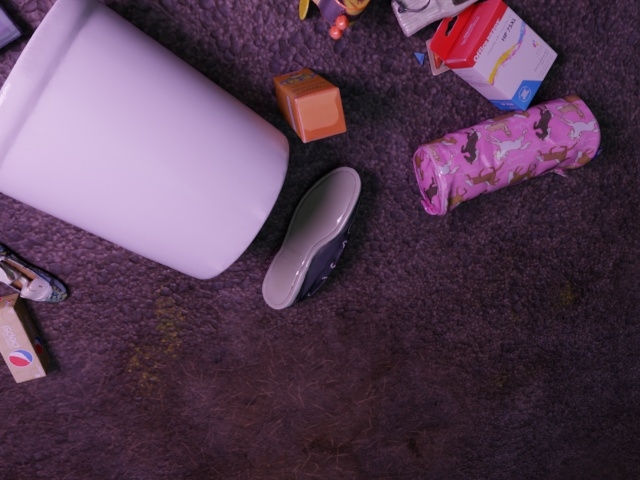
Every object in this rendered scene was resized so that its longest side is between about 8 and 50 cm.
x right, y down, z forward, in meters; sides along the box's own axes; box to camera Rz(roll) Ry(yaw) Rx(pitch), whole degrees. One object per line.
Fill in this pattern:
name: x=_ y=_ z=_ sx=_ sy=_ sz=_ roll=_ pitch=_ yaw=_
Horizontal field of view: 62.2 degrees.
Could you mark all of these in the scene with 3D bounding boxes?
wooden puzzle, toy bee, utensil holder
wooden puzzle: x=0.252 y=-0.380 z=1.072 sx=0.116 sy=0.014 sz=0.078 roll=-31 pitch=120 yaw=1
toy bee: x=0.025 y=-0.424 z=0.867 sx=0.299 sy=0.195 sz=0.162 roll=18 pitch=68 yaw=8
utensil holder: x=-0.290 y=-0.147 z=0.854 sx=0.386 sy=0.327 sz=0.327 roll=31 pitch=104 yaw=-28

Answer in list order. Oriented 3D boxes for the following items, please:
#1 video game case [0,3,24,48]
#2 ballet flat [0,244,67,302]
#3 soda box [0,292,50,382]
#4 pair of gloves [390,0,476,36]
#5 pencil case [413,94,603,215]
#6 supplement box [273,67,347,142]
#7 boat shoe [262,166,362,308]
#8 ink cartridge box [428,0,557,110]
video game case: x=-0.620 y=-0.380 z=0.783 sx=0.196 sy=0.026 sz=0.274 roll=-31 pitch=120 yaw=2
ballet flat: x=-0.584 y=0.077 z=1.031 sx=0.070 sy=0.070 sz=0.188 roll=-45 pitch=120 yaw=9
soda box: x=-0.619 y=0.200 z=1.087 sx=0.061 sy=0.058 sz=0.181 roll=-13 pitch=120 yaw=-10
pair of gloves: x=0.202 y=-0.519 z=0.952 sx=0.204 sy=0.042 sz=0.240 roll=-25 pitch=110 yaw=-2
pencil case: x=0.389 y=-0.180 z=1.136 sx=0.387 sy=0.160 sz=0.167 roll=-18 pitch=84 yaw=-7
supplement box: x=-0.025 y=-0.243 z=0.933 sx=0.078 sy=0.233 sz=0.080 roll=-17 pitch=116 yaw=-7
boat shoe: x=0.003 y=0.003 z=1.143 sx=0.113 sy=0.127 sz=0.339 roll=13 pitch=107 yaw=-54
ink cartridge box: x=0.342 y=-0.374 z=1.052 sx=0.231 sy=0.078 sz=0.134 roll=27 pitch=93 yaw=-27
